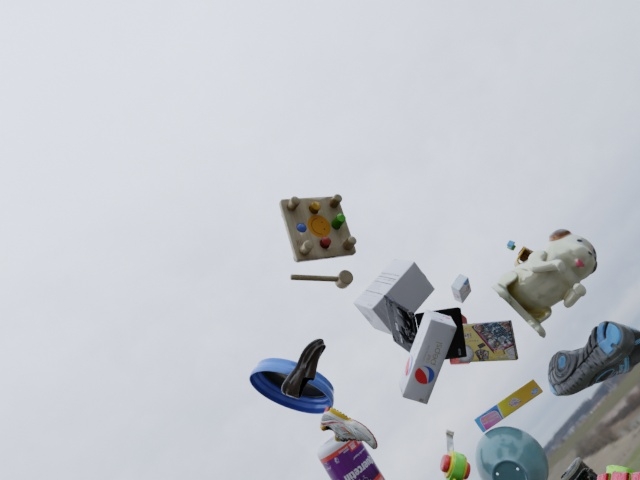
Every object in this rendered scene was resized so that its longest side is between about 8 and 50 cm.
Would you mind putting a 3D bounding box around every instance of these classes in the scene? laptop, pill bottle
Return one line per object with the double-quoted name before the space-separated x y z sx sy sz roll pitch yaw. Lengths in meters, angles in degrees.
"laptop" 0.380 0.313 1.718 0.136 0.264 0.234 -28 -60 -22
"pill bottle" 0.138 0.915 1.821 0.181 0.323 0.181 -32 -14 -9

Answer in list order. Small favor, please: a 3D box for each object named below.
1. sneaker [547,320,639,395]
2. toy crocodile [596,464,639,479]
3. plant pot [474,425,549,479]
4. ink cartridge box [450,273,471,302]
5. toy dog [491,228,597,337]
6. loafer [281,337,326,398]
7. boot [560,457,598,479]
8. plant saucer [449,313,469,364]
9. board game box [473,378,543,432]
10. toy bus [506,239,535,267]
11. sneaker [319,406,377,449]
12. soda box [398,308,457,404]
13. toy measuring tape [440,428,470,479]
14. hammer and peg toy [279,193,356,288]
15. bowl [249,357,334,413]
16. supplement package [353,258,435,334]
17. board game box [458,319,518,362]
"sneaker" 0.739 0.337 1.247 0.341 0.139 0.125 109 172 -53
"toy crocodile" 0.674 0.537 1.000 0.341 0.105 0.115 108 -173 -59
"plant pot" 0.768 0.926 1.893 0.290 0.290 0.195 -54 -23 8
"ink cartridge box" 0.703 0.242 2.335 0.088 0.052 0.122 -48 -42 -18
"toy dog" 0.963 0.153 1.955 0.408 0.284 0.395 -45 -10 13
"loafer" -0.039 0.433 1.567 0.220 0.078 0.080 -57 -32 -9
"boot" 0.838 0.760 1.418 0.085 0.178 0.236 -50 -41 3
"plant saucer" 0.731 0.522 2.475 0.047 0.259 0.258 -5 -15 -8
"board game box" 0.845 0.754 2.128 0.316 0.064 0.242 -35 -26 2
"toy bus" 0.957 0.103 2.182 0.202 0.191 0.104 34 -92 -24
"sneaker" 0.099 0.682 1.656 0.093 0.225 0.088 -57 -31 -26
"soda box" 0.263 0.288 1.159 0.074 0.069 0.216 -76 3 -78
"toy measuring tape" 0.562 0.893 1.957 0.330 0.121 0.121 -61 -7 -63
"hammer and peg toy" 0.000 0.000 1.733 0.265 0.362 0.127 -5 -23 -27
"bowl" -0.122 0.644 2.074 0.391 0.390 0.077 84 -159 -49
"supplement package" 0.329 0.248 2.092 0.293 0.175 0.178 -44 -72 -17
"board game box" 0.708 0.435 2.013 0.042 0.243 0.165 3 -103 -55
